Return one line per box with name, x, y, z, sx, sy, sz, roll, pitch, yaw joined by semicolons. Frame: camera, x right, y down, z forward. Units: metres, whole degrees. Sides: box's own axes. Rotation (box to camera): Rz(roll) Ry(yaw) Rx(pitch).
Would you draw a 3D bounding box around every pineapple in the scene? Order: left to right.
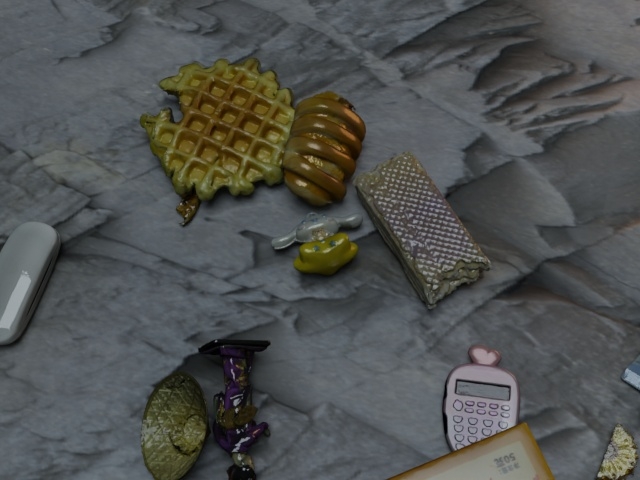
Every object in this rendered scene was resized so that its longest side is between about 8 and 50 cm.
pineapple;0.393;0.284;1.135;0.045;0.019;0.083;19;66;19

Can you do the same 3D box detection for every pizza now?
pizza;-0.206;-0.061;1.350;0.037;0.016;0.083;5;62;5

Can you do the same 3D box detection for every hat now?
hat;-0.173;0.254;1.164;0.146;0.067;0.146;-19;62;41

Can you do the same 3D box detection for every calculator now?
calculator;0.217;0.223;1.175;0.103;0.024;0.166;6;66;7

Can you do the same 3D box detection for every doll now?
doll;0.007;-0.002;1.289;0.135;0.072;0.113;-33;47;-20

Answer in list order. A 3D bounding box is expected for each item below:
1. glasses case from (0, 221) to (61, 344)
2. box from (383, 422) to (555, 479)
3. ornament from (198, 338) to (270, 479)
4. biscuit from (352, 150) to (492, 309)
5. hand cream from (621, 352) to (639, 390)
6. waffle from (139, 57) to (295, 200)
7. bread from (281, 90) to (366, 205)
glasses case;-0.448;0.061;1.283;0.076;0.049;0.197;11;64;9
box;0.132;0.377;0.967;0.283;0.260;0.214;-21;66;-7
ornament;-0.104;0.233;1.168;0.081;0.088;0.203;-3;73;-25
biscuit;0.146;-0.018;1.283;0.108;0.062;0.239;-27;63;-8
hand cream;0.527;0.108;1.201;0.091;0.058;0.271;34;75;22
waffle;-0.151;-0.185;1.382;0.249;0.056;0.261;-20;63;-12
bread;0.008;-0.139;1.326;0.119;0.084;0.177;28;64;-30
